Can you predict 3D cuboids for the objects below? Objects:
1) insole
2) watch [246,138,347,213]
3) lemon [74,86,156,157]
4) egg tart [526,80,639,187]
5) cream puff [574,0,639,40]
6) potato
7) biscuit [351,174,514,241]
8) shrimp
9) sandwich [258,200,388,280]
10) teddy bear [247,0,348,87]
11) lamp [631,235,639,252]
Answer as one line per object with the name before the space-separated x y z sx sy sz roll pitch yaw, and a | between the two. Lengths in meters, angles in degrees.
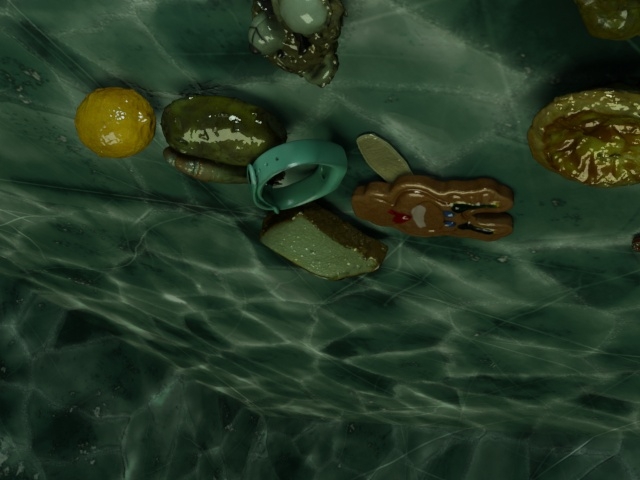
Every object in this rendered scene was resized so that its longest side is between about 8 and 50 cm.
insole | 0.152 -0.136 1.376 0.081 0.011 0.248 -11 142 41
watch | -0.050 -0.123 1.356 0.195 0.068 0.237 -14 166 -15
lemon | -0.415 -0.234 1.370 0.187 0.142 0.142 7 151 25
egg tart | 0.443 -0.170 1.055 0.241 0.105 0.241 15 155 7
cream puff | 0.394 -0.307 0.748 0.282 0.185 0.281 15 155 7
potato | -0.182 -0.212 1.320 0.252 0.113 0.149 4 145 -1
biscuit | 0.228 -0.062 1.414 0.334 0.047 0.202 6 151 14
shrimp | -0.199 -0.157 1.444 0.267 0.061 0.145 5 -160 -23
sandwich | 0.000 -0.001 1.626 0.251 0.087 0.226 32 147 -22
teddy bear | -0.046 -0.339 0.964 0.267 0.156 0.256 52 158 19
lamp | 0.645 0.003 1.341 0.063 0.031 0.083 18 156 1
